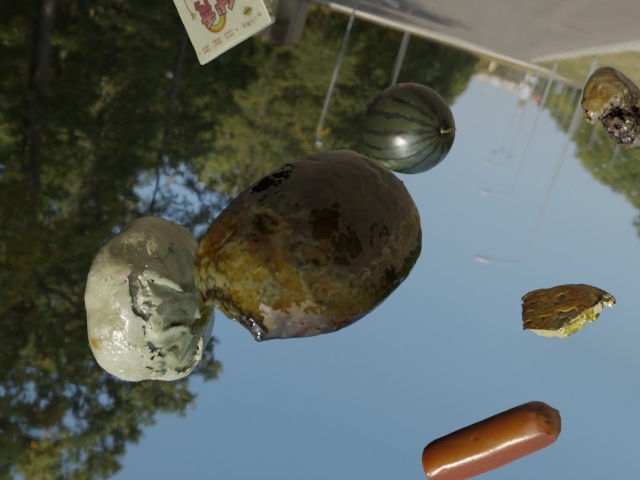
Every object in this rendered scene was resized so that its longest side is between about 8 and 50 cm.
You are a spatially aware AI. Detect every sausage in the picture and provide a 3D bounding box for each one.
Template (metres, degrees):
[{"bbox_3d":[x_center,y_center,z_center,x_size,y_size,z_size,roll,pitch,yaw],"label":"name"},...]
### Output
[{"bbox_3d":[0.151,0.179,0.790,0.041,0.131,0.039,45,-152,-30],"label":"sausage"}]

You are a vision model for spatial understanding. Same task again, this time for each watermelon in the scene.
[{"bbox_3d":[0.110,-0.128,1.028,0.105,0.105,0.133,7,-174,-38],"label":"watermelon"}]

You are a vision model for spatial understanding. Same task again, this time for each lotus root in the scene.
[{"bbox_3d":[-0.001,-0.005,1.168,0.210,0.142,0.314,28,-138,27],"label":"lotus root"}]

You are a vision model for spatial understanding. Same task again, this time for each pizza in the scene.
[{"bbox_3d":[0.339,0.101,1.260,0.036,0.099,0.160,48,154,-19],"label":"pizza"}]

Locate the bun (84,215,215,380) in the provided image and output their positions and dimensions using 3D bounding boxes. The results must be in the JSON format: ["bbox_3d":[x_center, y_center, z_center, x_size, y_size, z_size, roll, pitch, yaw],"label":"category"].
[{"bbox_3d":[-0.223,0.083,1.248,0.141,0.239,0.239,3,-172,18],"label":"bun"}]

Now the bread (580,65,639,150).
[{"bbox_3d":[0.333,-0.148,1.001,0.113,0.060,0.082,30,-153,-28],"label":"bread"}]

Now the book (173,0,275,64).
[{"bbox_3d":[-0.168,-0.396,1.316,0.162,0.232,0.022,-19,-175,42],"label":"book"}]
